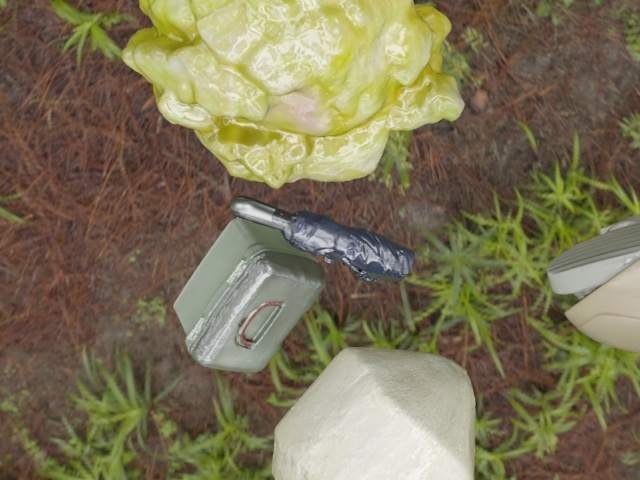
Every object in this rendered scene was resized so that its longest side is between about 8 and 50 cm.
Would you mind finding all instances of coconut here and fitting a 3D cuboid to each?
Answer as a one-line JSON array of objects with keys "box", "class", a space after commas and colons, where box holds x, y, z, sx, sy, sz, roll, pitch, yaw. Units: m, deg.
[{"box": [0.082, 0.251, 1.201, 0.237, 0.237, 0.266, 42, 85, -20], "class": "coconut"}]

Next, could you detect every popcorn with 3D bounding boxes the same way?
[{"box": [-0.028, -0.151, 0.731, 0.212, 0.259, 0.259, -39, 112, 7], "class": "popcorn"}]

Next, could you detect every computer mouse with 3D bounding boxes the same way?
[{"box": [0.251, 0.017, 0.538, 0.237, 0.145, 0.081, 7, 113, 46], "class": "computer mouse"}]

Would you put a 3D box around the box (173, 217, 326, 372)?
[{"box": [-0.106, 0.080, 1.387, 0.148, 0.129, 0.210, 15, 120, -44], "class": "box"}]

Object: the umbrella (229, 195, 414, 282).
[{"box": [0.002, 0.000, 1.230, 0.248, 0.071, 0.070, 18, 117, -19], "class": "umbrella"}]
